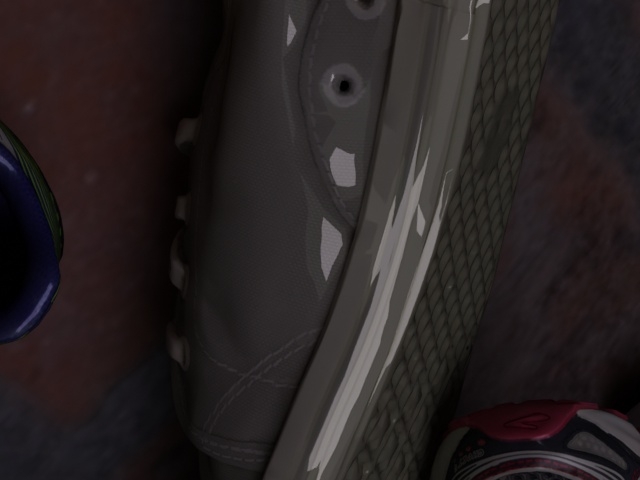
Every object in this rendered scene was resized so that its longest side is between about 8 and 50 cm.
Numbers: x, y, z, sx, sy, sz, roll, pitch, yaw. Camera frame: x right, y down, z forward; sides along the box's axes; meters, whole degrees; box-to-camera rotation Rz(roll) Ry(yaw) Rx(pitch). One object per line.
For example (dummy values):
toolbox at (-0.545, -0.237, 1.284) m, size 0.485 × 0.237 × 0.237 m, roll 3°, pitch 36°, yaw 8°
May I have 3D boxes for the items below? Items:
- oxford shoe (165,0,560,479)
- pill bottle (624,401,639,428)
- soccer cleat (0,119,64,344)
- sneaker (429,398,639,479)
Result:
oxford shoe at (0.000, 0.000, 0.497) m, size 0.169 × 0.130 × 0.449 m, roll -27°, pitch 131°, yaw -65°
pill bottle at (0.311, 0.128, 0.706) m, size 0.264 × 0.146 × 0.146 m, roll -14°, pitch 113°, yaw -25°
soccer cleat at (-0.191, -0.063, 0.363) m, size 0.289 × 0.121 × 0.093 m, roll 41°, pitch 84°, yaw -33°
sneaker at (0.115, 0.207, 0.519) m, size 0.121 × 0.112 × 0.299 m, roll -7°, pitch 108°, yaw 18°
